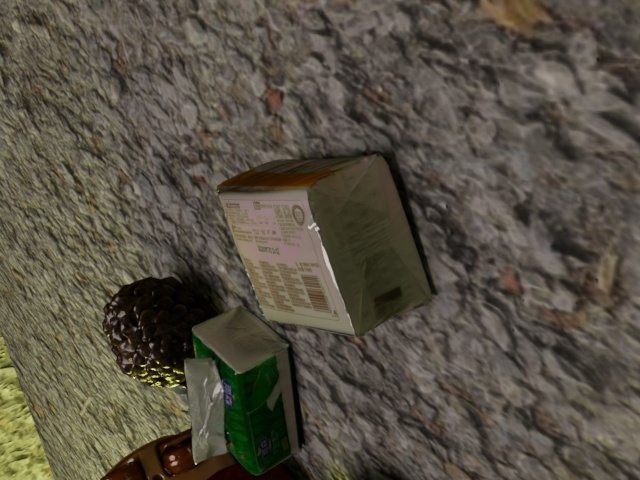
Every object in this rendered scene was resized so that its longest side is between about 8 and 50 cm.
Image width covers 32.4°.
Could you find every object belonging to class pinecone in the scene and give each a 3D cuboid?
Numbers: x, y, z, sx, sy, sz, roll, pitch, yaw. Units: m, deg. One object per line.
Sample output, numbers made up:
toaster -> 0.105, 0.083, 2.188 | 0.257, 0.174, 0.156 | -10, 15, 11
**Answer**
pinecone -> -0.270, 0.150, 1.823 | 0.204, 0.179, 0.184 | 3, 93, 59

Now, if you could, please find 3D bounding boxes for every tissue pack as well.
tissue pack -> 0.000, 0.000, 1.278 | 0.225, 0.124, 0.185 | 4, 115, 60
tissue pack -> -0.132, 0.239, 1.680 | 0.148, 0.156, 0.209 | 32, 137, 44

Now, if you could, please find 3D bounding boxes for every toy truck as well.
toy truck -> -0.281, 0.472, 2.037 | 0.204, 0.288, 0.211 | 63, 178, 0

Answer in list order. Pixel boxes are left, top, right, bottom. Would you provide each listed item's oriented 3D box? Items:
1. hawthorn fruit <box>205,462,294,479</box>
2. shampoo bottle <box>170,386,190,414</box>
hawthorn fruit -> -0.125, 0.447, 1.778 | 0.185, 0.202, 0.185 | 173, 90, -72
shampoo bottle -> -0.259, 0.234, 2.014 | 0.056, 0.056, 0.195 | 18, 128, 56
